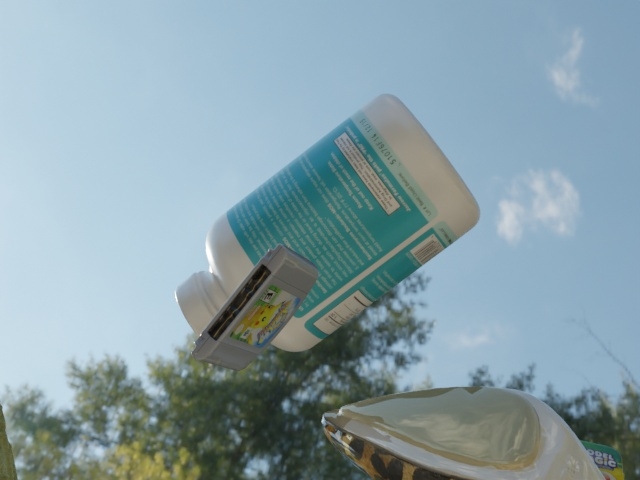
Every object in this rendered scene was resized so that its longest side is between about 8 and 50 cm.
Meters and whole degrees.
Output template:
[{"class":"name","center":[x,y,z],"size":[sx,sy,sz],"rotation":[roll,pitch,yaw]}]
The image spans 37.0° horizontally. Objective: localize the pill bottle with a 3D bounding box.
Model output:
[{"class":"pill bottle","center":[0.000,0.000,0.857],"size":[0.264,0.146,0.146],"rotation":[-37,-64,6]}]

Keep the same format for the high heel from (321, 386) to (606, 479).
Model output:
[{"class":"high heel","center":[0.117,0.180,0.502],"size":[0.261,0.093,0.186],"rotation":[7,-66,31]}]

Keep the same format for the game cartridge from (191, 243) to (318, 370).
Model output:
[{"class":"game cartridge","center":[-0.037,0.042,0.572],"size":[0.017,0.056,0.083],"rotation":[40,-86,24]}]

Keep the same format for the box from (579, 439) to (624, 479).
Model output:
[{"class":"box","center":[0.174,0.232,0.731],"size":[0.105,0.179,0.043],"rotation":[13,-36,5]}]

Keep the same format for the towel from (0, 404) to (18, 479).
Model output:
[{"class":"towel","center":[-0.247,0.146,0.603],"size":[0.027,0.148,0.110],"rotation":[-20,-100,21]}]
